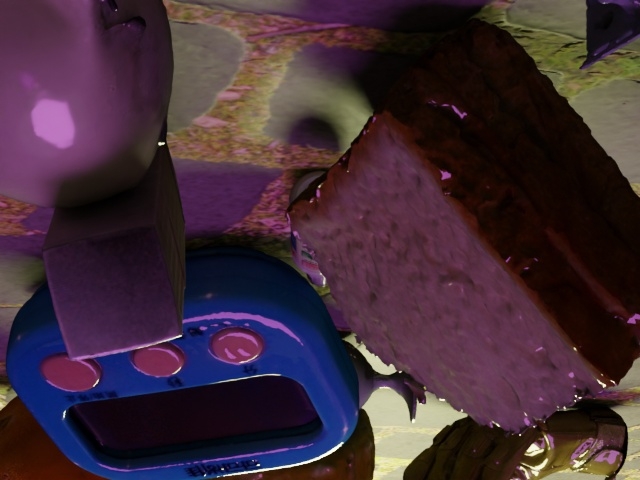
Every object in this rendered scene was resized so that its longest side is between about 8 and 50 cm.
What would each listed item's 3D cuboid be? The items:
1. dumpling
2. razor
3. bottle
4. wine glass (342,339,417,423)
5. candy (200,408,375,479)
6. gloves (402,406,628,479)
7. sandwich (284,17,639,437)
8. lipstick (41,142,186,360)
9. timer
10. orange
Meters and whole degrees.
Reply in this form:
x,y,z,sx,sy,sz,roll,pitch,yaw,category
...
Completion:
x,y,z,sx,sy,sz,roll,pitch,yaw,category
-0.202,-0.127,0.977,0.227,0.175,0.243,12,124,6,dumpling
0.117,-0.179,0.962,0.232,0.068,0.106,15,155,-29,razor
0.000,0.000,1.463,0.060,0.060,0.217,-2,160,-1,bottle
0.001,0.168,1.896,0.231,0.103,0.103,1,161,2,wine glass
-0.058,0.260,1.956,0.260,0.118,0.260,4,-162,-1,candy
0.277,0.305,2.267,0.331,0.141,0.154,-7,-171,-14,gloves
0.119,0.012,1.204,0.131,0.262,0.325,-39,176,-25,sandwich
-0.139,-0.009,1.106,0.076,0.079,0.371,-12,-167,-3,lipstick
-0.141,0.136,1.649,0.340,0.115,0.309,-10,138,13,timer
-0.335,0.301,2.046,0.240,0.240,0.240,-2,161,-1,orange
